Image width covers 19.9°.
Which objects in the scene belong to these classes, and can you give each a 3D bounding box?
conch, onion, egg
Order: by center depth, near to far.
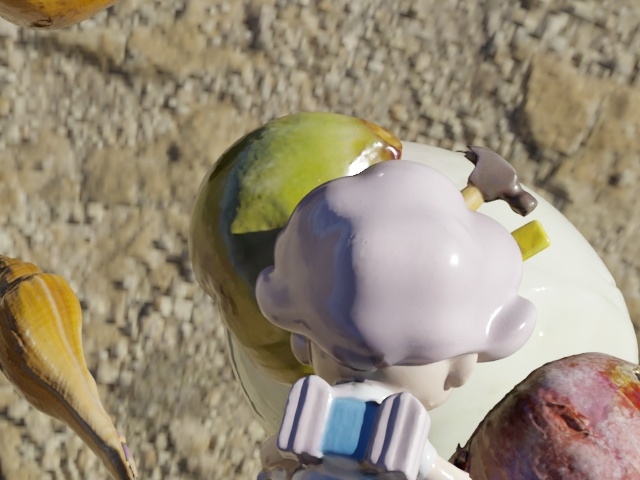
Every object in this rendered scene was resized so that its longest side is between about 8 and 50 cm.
[{"bbox_3d":[0.173,0.159,1.047,0.159,0.159,0.195,-28,59,-24],"label":"onion"},{"bbox_3d":[0.068,0.065,1.406,0.283,0.283,0.345,-30,50,-25],"label":"egg"},{"bbox_3d":[-0.254,0.128,1.738,0.093,0.109,0.330,-13,50,-18],"label":"conch"}]

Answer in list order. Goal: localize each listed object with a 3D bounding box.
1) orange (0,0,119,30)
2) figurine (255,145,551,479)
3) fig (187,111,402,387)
[{"bbox_3d":[-0.198,-0.234,1.210,0.249,0.183,0.249,13,28,-7],"label":"orange"},{"bbox_3d":[0.028,0.049,0.869,0.137,0.112,0.229,8,74,26],"label":"figurine"},{"bbox_3d":[-0.010,0.005,0.993,0.121,0.153,0.136,-9,41,-2],"label":"fig"}]
